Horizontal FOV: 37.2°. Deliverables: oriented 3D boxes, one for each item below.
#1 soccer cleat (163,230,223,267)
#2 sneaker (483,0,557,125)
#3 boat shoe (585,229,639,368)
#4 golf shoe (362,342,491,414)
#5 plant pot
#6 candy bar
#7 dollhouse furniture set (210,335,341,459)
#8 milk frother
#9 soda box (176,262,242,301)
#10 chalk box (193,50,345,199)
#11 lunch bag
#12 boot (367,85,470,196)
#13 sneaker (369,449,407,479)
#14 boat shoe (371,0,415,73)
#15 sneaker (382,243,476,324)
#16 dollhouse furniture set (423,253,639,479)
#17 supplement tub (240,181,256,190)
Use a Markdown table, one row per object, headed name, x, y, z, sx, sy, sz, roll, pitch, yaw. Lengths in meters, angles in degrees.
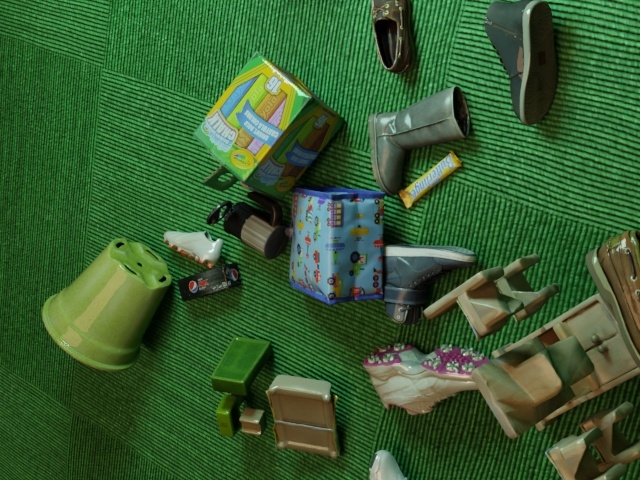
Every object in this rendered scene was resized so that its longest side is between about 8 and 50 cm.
| name | x | y | z | sx | sy | sz | roll | pitch | yaw |
| --- | --- | --- | --- | --- | --- | --- | --- | --- | --- |
| soccer cleat | -0.305 | 0.006 | 2.312 | 0.196 | 0.068 | 0.076 | 22 | 80 | 42 |
| sneaker | 0.359 | -0.325 | 1.727 | 0.118 | 0.083 | 0.222 | 24 | 121 | 53 |
| boat shoe | 0.569 | 0.128 | 1.614 | 0.104 | 0.111 | 0.307 | -38 | 75 | 37 |
| golf shoe | 0.228 | 0.286 | 1.926 | 0.306 | 0.115 | 0.140 | -1 | 108 | 45 |
| plant pot | -0.513 | 0.143 | 2.389 | 0.276 | 0.276 | 0.254 | 47 | 112 | 21 |
| candy bar | 0.219 | -0.123 | 1.899 | 0.161 | 0.018 | 0.040 | -39 | 75 | 37 |
| dollhouse furniture set | -0.079 | 0.361 | 2.197 | 0.302 | 0.151 | 0.197 | 6 | 124 | 20 |
| milk frother | -0.164 | -0.029 | 2.130 | 0.135 | 0.143 | 0.129 | 30 | 133 | 30 |
| soda box | -0.269 | 0.101 | 2.300 | 0.169 | 0.053 | 0.060 | -17 | 87 | 38 |
| chalk box | -0.126 | -0.211 | 1.995 | 0.179 | 0.180 | 0.289 | 43 | 101 | 24 |
| lunch bag | 0.000 | 0.000 | 2.005 | 0.293 | 0.138 | 0.221 | 12 | 103 | 59 |
| boot | 0.199 | -0.192 | 1.878 | 0.208 | 0.076 | 0.189 | -8 | 96 | 32 |
| sneaker | 0.204 | 0.543 | 1.991 | 0.153 | 0.094 | 0.235 | -18 | 87 | 37 |
| boat shoe | 0.137 | -0.432 | 1.871 | 0.073 | 0.073 | 0.207 | -14 | 89 | 40 |
| sneaker | 0.213 | 0.089 | 1.892 | 0.226 | 0.086 | 0.163 | 1 | 90 | 46 |
| dollhouse furniture set | 0.362 | 0.238 | 1.616 | 0.256 | 0.394 | 0.362 | -40 | 74 | 36 |
| supplement tub | -0.120 | -0.143 | 2.127 | 0.107 | 0.071 | 0.071 | 7 | 103 | 37 |
